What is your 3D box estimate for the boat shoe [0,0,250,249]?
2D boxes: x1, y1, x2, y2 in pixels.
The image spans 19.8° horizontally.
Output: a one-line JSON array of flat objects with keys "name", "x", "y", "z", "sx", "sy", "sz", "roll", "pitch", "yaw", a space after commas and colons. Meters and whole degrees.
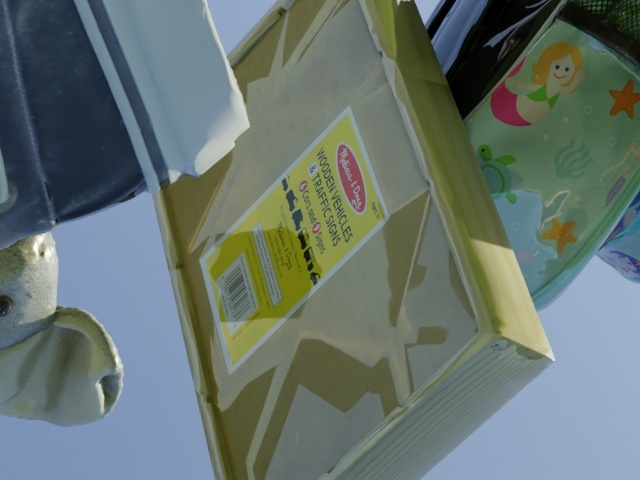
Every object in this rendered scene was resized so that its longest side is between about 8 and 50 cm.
[{"name": "boat shoe", "x": -0.122, "y": -0.117, "z": 0.495, "sx": 0.119, "sy": 0.335, "sz": 0.121, "roll": -35, "pitch": -139, "yaw": -11}]

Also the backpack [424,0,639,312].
[{"name": "backpack", "x": 0.135, "y": -0.078, "z": 0.925, "sx": 0.191, "sy": 0.225, "sz": 0.253, "roll": 40, "pitch": -94, "yaw": -8}]

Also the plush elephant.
[{"name": "plush elephant", "x": -0.270, "y": 0.052, "z": 1.131, "sx": 0.272, "sy": 0.255, "sz": 0.330, "roll": 57, "pitch": -159, "yaw": -14}]

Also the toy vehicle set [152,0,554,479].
[{"name": "toy vehicle set", "x": 0.000, "y": 0.000, "z": 0.834, "sx": 0.035, "sy": 0.166, "sz": 0.267, "roll": 25, "pitch": -146, "yaw": -36}]
